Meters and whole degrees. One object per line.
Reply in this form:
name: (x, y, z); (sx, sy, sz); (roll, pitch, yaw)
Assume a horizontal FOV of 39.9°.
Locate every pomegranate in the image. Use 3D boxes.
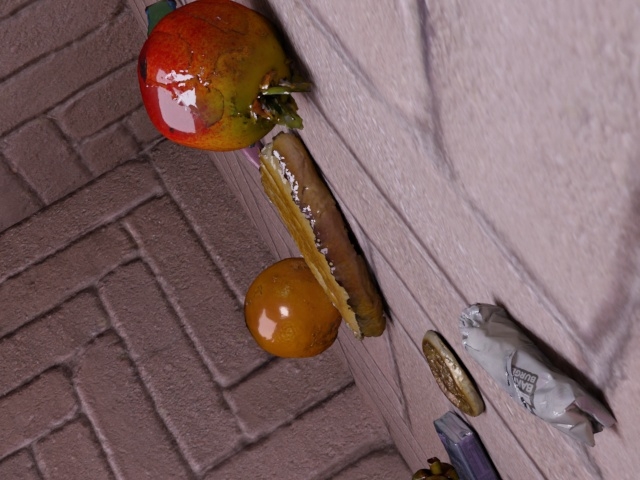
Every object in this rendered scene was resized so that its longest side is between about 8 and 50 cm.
pomegranate: (-0.130, -0.213, 1.178); (0.235, 0.210, 0.210); (27, 161, 20)

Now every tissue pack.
tissue pack: (0.262, 0.386, 1.536); (0.156, 0.051, 0.112); (61, 172, -15)

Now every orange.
orange: (-0.062, 0.159, 2.100); (0.246, 0.246, 0.246); (58, 173, 11)

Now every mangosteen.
mangosteen: (0.265, 0.575, 1.938); (0.200, 0.199, 0.200); (58, 173, 11)

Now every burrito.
burrito: (0.196, 0.123, 0.850); (0.203, 0.064, 0.064); (48, 167, 55)

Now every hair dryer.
hair dryer: (-0.142, -0.193, 2.045); (0.106, 0.054, 0.154); (53, -178, 16)

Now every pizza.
pizza: (0.009, 0.010, 1.645); (0.392, 0.080, 0.435); (59, 175, 6)

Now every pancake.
pancake: (0.195, 0.202, 1.329); (0.158, 0.028, 0.158); (58, 171, 15)

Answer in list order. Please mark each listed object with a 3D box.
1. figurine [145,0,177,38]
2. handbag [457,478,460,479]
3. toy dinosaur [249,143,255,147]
figurine: (-0.315, -0.419, 1.990); (0.185, 0.127, 0.234); (61, -175, 23)
handbag: (0.288, 0.554, 1.672); (0.194, 0.151, 0.072); (62, 170, -8)
toy dinosaur: (-0.160, -0.248, 1.857); (0.055, 0.049, 0.154); (51, 165, 36)
